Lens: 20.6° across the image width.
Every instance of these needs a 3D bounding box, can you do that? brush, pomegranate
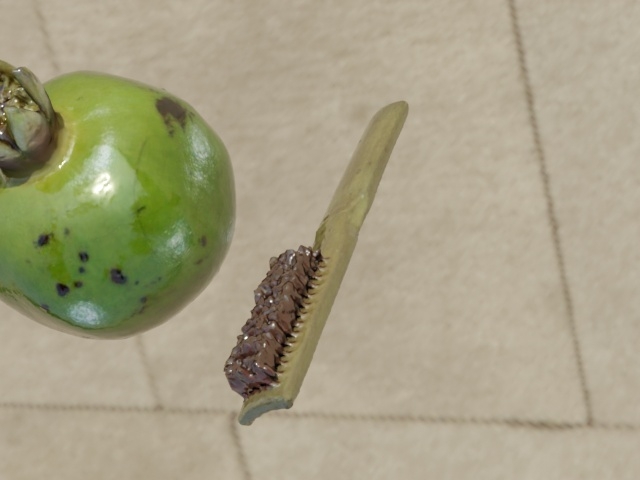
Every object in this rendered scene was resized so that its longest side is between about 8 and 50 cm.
[{"bbox_3d":[0.000,0.000,0.981,0.043,0.248,0.036,-25,119,39],"label":"brush"},{"bbox_3d":[-0.160,-0.037,1.146,0.187,0.187,0.225,-4,149,29],"label":"pomegranate"}]
